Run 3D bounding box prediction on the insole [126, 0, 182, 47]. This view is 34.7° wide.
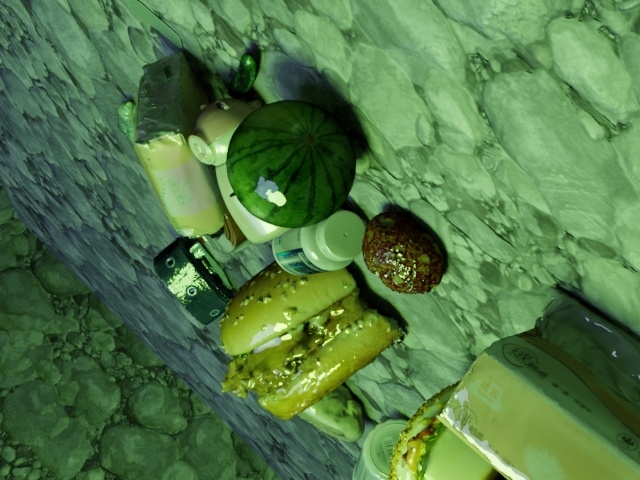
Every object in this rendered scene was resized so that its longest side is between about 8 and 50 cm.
[{"bbox_3d":[-0.288,-0.378,1.762,0.153,0.002,0.053,41,159,20],"label":"insole"}]

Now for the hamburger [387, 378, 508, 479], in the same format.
[{"bbox_3d":[0.227,0.365,1.678,0.179,0.276,0.294,27,141,32],"label":"hamburger"}]

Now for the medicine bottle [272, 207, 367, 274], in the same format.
[{"bbox_3d":[0.000,0.000,1.700,0.107,0.107,0.191,52,157,-11],"label":"medicine bottle"}]

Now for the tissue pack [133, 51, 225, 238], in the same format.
[{"bbox_3d":[-0.245,-0.162,1.777,0.256,0.123,0.215,69,-168,-51],"label":"tissue pack"}]

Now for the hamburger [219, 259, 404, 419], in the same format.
[{"bbox_3d":[-0.065,0.188,1.943,0.268,0.287,0.445,52,156,-4],"label":"hamburger"}]

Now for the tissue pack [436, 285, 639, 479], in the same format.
[{"bbox_3d":[0.350,0.224,1.286,0.305,0.238,0.238,39,158,28],"label":"tissue pack"}]

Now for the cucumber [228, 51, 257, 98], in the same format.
[{"bbox_3d":[-0.120,-0.254,1.598,0.036,0.033,0.184,30,163,-5],"label":"cucumber"}]

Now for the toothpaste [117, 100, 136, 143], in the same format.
[{"bbox_3d":[-0.416,-0.256,2.213,0.064,0.041,0.218,42,164,1],"label":"toothpaste"}]

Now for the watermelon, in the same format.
[{"bbox_3d":[-0.045,-0.107,1.486,0.188,0.188,0.215,48,158,1],"label":"watermelon"}]

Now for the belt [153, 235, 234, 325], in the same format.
[{"bbox_3d":[-0.297,0.093,2.501,0.218,0.128,0.122,53,-170,-16],"label":"belt"}]

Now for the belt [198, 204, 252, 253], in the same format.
[{"bbox_3d":[-0.196,-0.065,2.008,0.184,0.105,0.261,54,157,-8],"label":"belt"}]

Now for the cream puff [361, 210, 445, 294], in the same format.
[{"bbox_3d":[0.120,0.028,1.544,0.149,0.084,0.149,43,161,18],"label":"cream puff"}]

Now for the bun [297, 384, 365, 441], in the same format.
[{"bbox_3d":[0.005,0.372,2.377,0.237,0.116,0.210,43,163,-33],"label":"bun"}]

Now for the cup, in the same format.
[{"bbox_3d":[0.184,0.483,2.207,0.202,0.221,0.166,93,167,-59],"label":"cup"}]

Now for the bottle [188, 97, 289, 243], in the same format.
[{"bbox_3d":[-0.115,-0.126,1.659,0.236,0.147,0.147,56,159,-13],"label":"bottle"}]
